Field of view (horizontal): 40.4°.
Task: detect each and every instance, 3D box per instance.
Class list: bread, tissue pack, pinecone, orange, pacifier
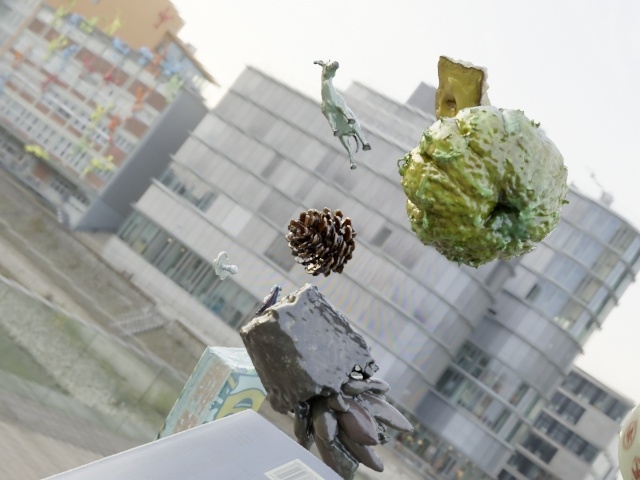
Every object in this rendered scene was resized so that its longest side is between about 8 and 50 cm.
[{"bbox_3d":[0.360,-0.345,2.175,0.161,0.088,0.233,42,-41,46],"label":"bread"},{"bbox_3d":[-0.262,0.425,2.206,0.128,0.311,0.228,33,7,29],"label":"tissue pack"},{"bbox_3d":[0.000,0.000,1.970,0.173,0.173,0.173,36,-6,5],"label":"pinecone"},{"bbox_3d":[0.294,-0.094,1.532,0.223,0.300,0.301,-97,175,-59],"label":"orange"},{"bbox_3d":[-0.237,0.066,2.214,0.064,0.068,0.083,15,-21,20],"label":"pacifier"}]

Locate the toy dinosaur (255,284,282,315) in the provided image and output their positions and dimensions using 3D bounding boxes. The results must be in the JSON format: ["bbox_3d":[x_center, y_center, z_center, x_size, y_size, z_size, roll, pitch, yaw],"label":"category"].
[{"bbox_3d":[-0.095,0.131,1.748,0.045,0.080,0.197,38,-26,11],"label":"toy dinosaur"}]

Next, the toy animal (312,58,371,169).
[{"bbox_3d":[0.045,-0.280,1.905,0.217,0.073,0.176,60,13,-50],"label":"toy animal"}]

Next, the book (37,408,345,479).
[{"bbox_3d":[-0.132,0.259,0.902,0.269,0.025,0.191,-13,24,-36],"label":"book"}]

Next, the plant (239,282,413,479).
[{"bbox_3d":[0.013,0.238,1.462,0.320,0.181,0.194,56,-35,-2],"label":"plant"}]

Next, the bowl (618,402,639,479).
[{"bbox_3d":[0.713,0.363,1.578,0.337,0.337,0.157,32,-23,38],"label":"bowl"}]
